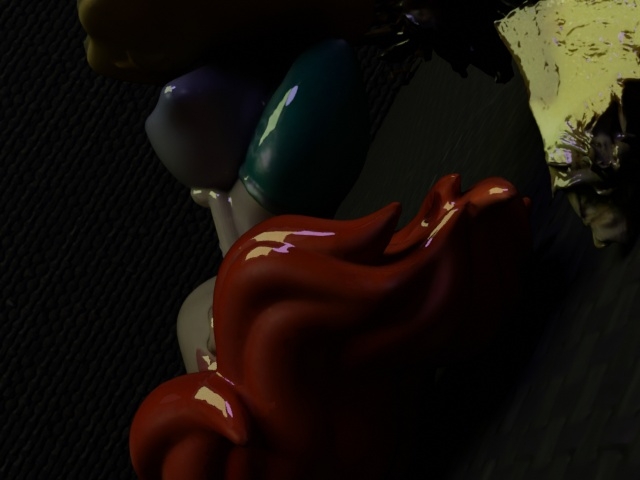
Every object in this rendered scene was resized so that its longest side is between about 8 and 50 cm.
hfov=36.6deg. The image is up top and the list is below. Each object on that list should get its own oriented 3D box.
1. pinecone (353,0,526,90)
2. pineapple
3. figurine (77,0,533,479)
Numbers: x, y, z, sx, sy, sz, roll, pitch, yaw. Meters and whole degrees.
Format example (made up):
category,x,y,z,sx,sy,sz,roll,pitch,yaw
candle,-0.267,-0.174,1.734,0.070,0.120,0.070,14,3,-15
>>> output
category,x,y,z,sx,sy,sz,roll,pitch,yaw
pinecone,0.091,-0.189,0.561,0.221,0.221,0.221,-61,4,6
pineapple,0.102,-0.053,0.361,0.114,0.077,0.114,116,167,-62
figurine,-0.008,0.001,0.449,0.181,0.208,0.257,58,-163,-79
